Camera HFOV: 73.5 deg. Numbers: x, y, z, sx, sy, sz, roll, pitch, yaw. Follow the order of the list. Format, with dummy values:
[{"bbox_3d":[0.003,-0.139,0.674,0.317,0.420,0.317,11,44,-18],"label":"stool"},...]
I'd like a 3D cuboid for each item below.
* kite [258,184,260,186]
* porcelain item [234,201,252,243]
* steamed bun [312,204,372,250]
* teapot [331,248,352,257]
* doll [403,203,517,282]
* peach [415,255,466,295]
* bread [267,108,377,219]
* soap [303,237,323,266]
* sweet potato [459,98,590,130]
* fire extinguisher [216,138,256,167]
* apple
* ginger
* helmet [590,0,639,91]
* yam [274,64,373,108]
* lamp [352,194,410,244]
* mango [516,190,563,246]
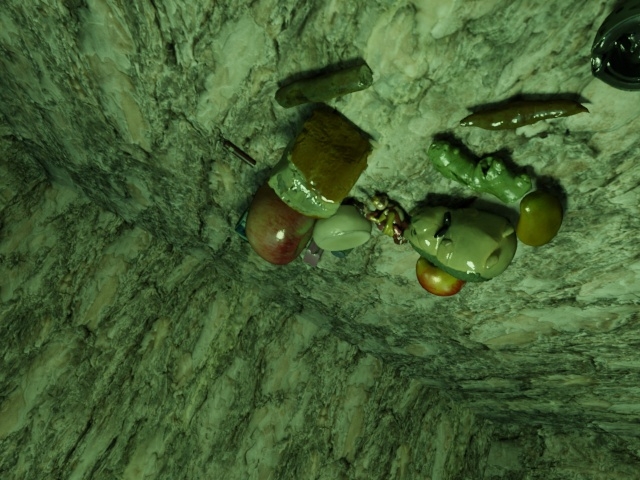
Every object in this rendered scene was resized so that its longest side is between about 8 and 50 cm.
[{"bbox_3d":[-0.230,-0.215,1.848,0.090,0.004,0.122,32,154,-11],"label":"kite"},{"bbox_3d":[-0.241,-0.050,1.997,0.281,0.157,0.286,33,155,-15],"label":"porcelain item"},{"bbox_3d":[0.080,-0.058,1.656,0.231,0.145,0.232,-9,162,-3],"label":"steamed bun"},{"bbox_3d":[0.098,0.017,1.852,0.111,0.108,0.149,28,155,-7],"label":"teapot"},{"bbox_3d":[0.431,-0.009,1.367,0.349,0.247,0.247,24,160,45],"label":"doll"},{"bbox_3d":[0.459,0.121,1.624,0.190,0.190,0.192,5,147,38],"label":"peach"},{"bbox_3d":[-0.010,-0.225,1.329,0.250,0.279,0.225,33,168,-10],"label":"bread"},{"bbox_3d":[0.000,0.000,1.805,0.065,0.203,0.122,25,153,3],"label":"soap"},{"bbox_3d":[0.461,-0.290,0.988,0.273,0.067,0.067,3,146,36],"label":"sweet potato"},{"bbox_3d":[-0.329,-0.345,1.673,0.173,0.035,0.049,36,-169,-19],"label":"fire extinguisher"},{"bbox_3d":[-0.168,-0.076,1.702,0.269,0.345,0.345,34,155,8],"label":"apple"},{"bbox_3d":[0.433,-0.192,1.177,0.289,0.089,0.137,25,173,14],"label":"ginger"},{"bbox_3d":[0.556,-0.351,0.737,0.153,0.107,0.177,1,164,37],"label":"helmet"},{"bbox_3d":[-0.002,-0.419,1.177,0.317,0.071,0.067,2,-178,41],"label":"yam"},{"bbox_3d":[0.231,-0.090,1.533,0.253,0.118,0.118,40,152,-18],"label":"lamp"},{"bbox_3d":[0.606,-0.062,1.195,0.227,0.136,0.099,46,-173,-49],"label":"mango"}]
